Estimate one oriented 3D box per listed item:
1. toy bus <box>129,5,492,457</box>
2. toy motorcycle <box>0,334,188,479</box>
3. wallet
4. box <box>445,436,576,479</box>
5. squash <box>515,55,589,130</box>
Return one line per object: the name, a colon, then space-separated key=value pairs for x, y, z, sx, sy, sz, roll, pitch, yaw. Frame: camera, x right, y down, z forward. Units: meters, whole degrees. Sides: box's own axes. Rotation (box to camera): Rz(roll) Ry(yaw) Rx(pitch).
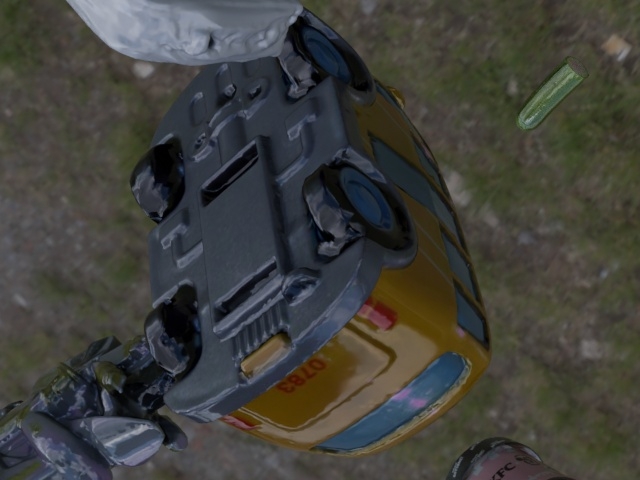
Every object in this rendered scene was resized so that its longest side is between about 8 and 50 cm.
toy bus: x=0.000 y=0.000 z=0.648 sx=0.126 sy=0.209 sz=0.136 roll=-40 pitch=129 yaw=24
toy motorcycle: x=-0.169 y=0.133 z=0.858 sx=0.225 sy=0.152 sz=0.073 roll=-25 pitch=117 yaw=34
wallet: x=-0.090 y=-0.132 z=0.577 sx=0.190 sy=0.095 sz=0.033 roll=47 pitch=127 yaw=31
box: x=0.238 y=0.322 z=1.621 sx=0.135 sy=0.151 sz=0.151 roll=17 pitch=136 yaw=57
squash: x=0.205 y=-0.130 z=1.245 sx=0.027 sy=0.027 sz=0.083 roll=42 pitch=126 yaw=-1
